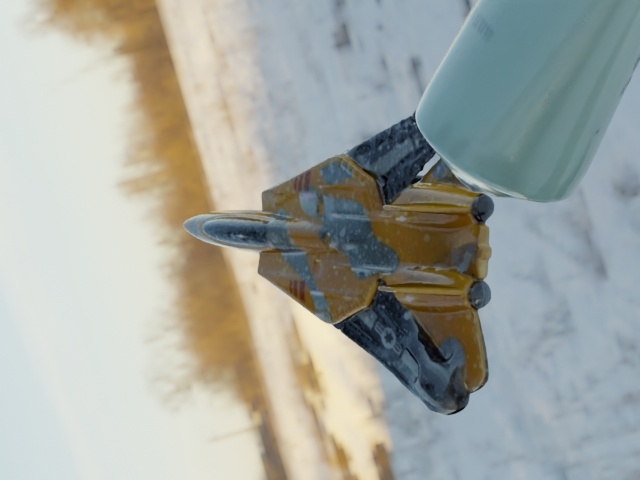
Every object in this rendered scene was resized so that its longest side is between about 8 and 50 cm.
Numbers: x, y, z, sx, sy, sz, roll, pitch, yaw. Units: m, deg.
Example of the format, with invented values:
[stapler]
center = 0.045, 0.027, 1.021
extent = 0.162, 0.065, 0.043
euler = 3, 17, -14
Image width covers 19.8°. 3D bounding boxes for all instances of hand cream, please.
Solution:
[hand cream]
center = 0.129, -0.156, 0.645
extent = 0.320, 0.067, 0.109
euler = -62, 18, 19

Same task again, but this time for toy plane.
[toy plane]
center = 0.011, 0.000, 1.253
extent = 0.316, 0.103, 0.204
euler = 6, 94, 59
